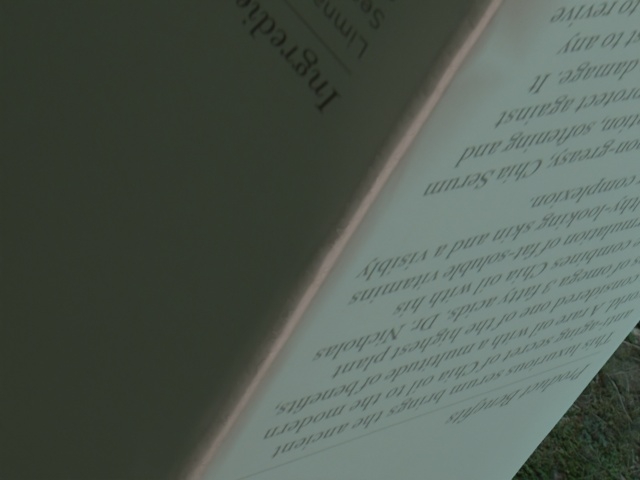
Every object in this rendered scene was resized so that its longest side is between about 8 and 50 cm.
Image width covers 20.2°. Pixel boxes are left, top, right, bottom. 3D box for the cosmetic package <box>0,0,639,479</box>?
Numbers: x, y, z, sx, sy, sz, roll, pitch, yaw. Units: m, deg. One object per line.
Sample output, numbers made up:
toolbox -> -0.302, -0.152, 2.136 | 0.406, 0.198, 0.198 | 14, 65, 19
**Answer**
cosmetic package -> 0.038, -0.074, 0.550 | 0.230, 0.161, 0.453 | -13, 144, -45
